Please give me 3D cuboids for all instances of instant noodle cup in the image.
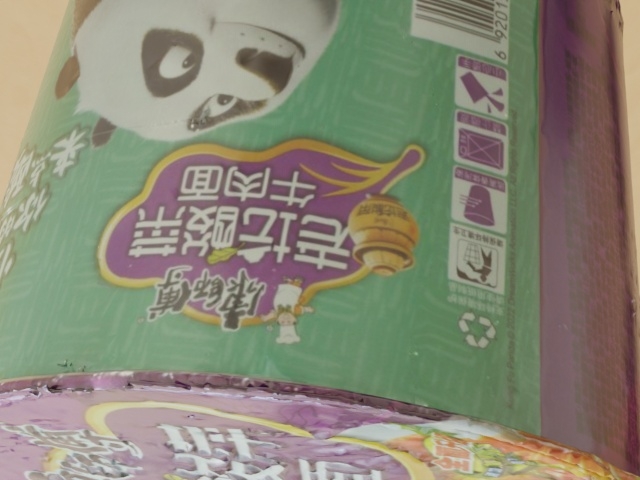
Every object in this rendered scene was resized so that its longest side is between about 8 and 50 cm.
[{"bbox_3d":[0.000,0.000,0.616,0.251,0.251,0.190,6,68,4],"label":"instant noodle cup"}]
